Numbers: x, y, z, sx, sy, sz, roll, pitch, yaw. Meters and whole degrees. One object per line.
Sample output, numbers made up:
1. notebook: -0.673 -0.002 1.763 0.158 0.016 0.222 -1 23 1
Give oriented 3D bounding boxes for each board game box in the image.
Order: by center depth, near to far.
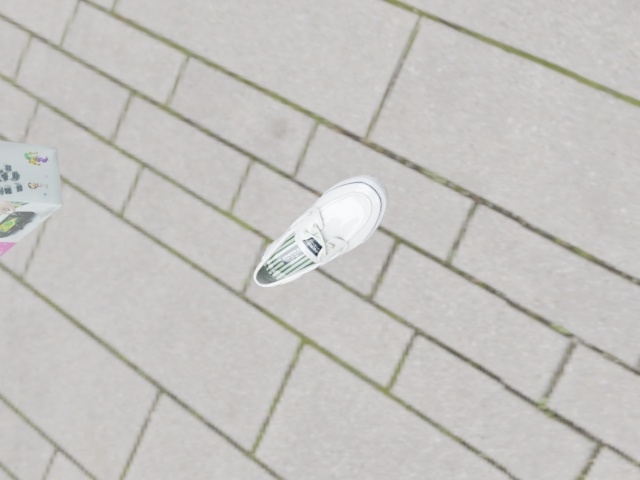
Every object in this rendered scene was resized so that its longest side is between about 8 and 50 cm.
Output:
1. board game box: -0.530 -0.058 1.559 0.224 0.303 0.097 -31 63 45

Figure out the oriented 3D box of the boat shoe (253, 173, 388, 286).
1. boat shoe: 0.000 0.000 1.545 0.083 0.076 0.226 46 127 -3
